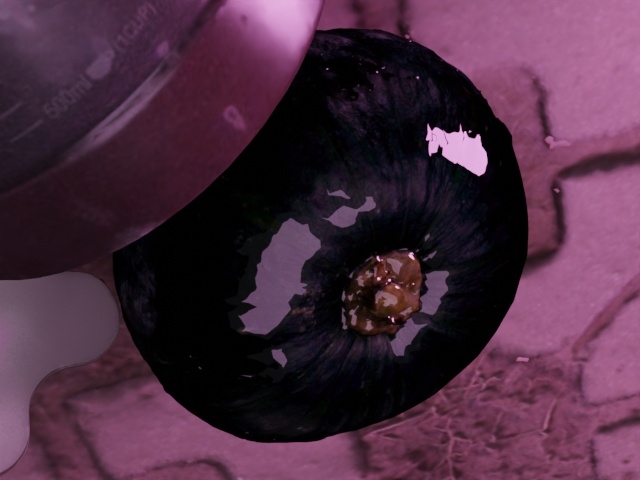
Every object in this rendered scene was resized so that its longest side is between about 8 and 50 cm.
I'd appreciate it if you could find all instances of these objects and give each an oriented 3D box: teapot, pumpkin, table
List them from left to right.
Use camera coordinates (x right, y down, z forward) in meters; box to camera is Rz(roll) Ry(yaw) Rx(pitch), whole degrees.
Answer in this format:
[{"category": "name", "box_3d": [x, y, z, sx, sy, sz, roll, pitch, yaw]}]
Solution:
[{"category": "table", "box_3d": [-0.214, 0.058, 0.852, 0.198, 0.166, 0.166, -52, 141, -19]}, {"category": "teapot", "box_3d": [-0.138, -0.183, 0.623, 0.315, 0.233, 0.312, -42, 135, 4]}, {"category": "pumpkin", "box_3d": [0.000, 0.000, 0.922, 0.233, 0.163, 0.233, -16, 121, -28]}]
